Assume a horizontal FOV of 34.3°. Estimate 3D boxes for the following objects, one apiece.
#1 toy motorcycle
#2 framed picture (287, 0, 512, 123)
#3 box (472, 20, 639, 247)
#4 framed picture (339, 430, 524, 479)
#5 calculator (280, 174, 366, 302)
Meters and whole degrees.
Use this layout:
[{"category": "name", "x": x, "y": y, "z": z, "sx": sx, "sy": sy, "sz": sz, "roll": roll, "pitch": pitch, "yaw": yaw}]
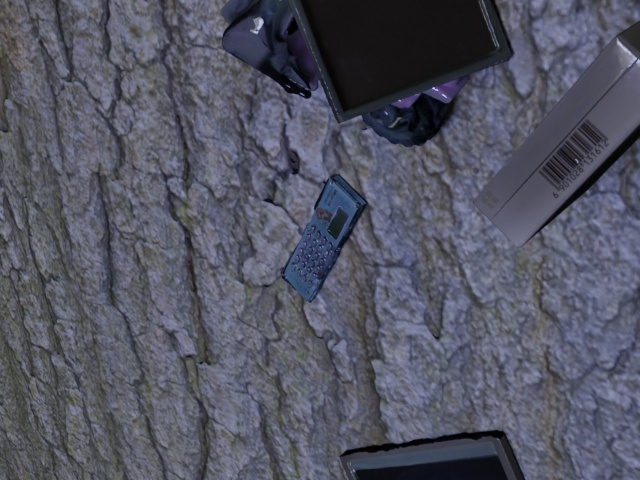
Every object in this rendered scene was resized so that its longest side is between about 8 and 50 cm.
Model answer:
[{"category": "toy motorcycle", "x": 0.003, "y": -0.228, "z": 0.973, "sx": 0.327, "sy": 0.143, "sz": 0.188, "roll": 42, "pitch": 150, "yaw": 2}, {"category": "framed picture", "x": 0.049, "y": -0.250, "z": 0.901, "sx": 0.259, "sy": 0.189, "sz": 0.023, "roll": 68, "pitch": 160, "yaw": -6}, {"category": "box", "x": 0.225, "y": -0.095, "z": 0.835, "sx": 0.058, "sy": 0.141, "sz": 0.201, "roll": 46, "pitch": 137, "yaw": 11}, {"category": "framed picture", "x": 0.145, "y": 0.321, "z": 1.207, "sx": 0.265, "sy": 0.018, "sz": 0.192, "roll": -21, "pitch": 93, "yaw": 48}, {"category": "calculator", "x": 0.000, "y": 0.000, "z": 1.192, "sx": 0.057, "sy": 0.018, "sz": 0.172, "roll": 44, "pitch": 133, "yaw": 18}]
